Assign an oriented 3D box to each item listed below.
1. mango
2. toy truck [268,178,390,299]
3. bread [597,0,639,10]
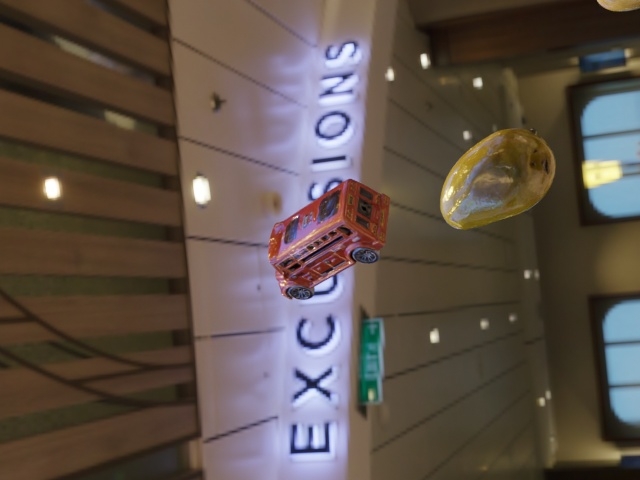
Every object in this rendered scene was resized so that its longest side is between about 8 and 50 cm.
[{"bbox_3d":[0.215,-0.072,1.265,0.103,0.161,0.076,52,-155,-4],"label":"mango"},{"bbox_3d":[0.000,0.000,1.666,0.114,0.252,0.108,30,-130,-29],"label":"toy truck"},{"bbox_3d":[0.461,-0.368,1.197,0.091,0.305,0.142,22,-115,-36],"label":"bread"}]
